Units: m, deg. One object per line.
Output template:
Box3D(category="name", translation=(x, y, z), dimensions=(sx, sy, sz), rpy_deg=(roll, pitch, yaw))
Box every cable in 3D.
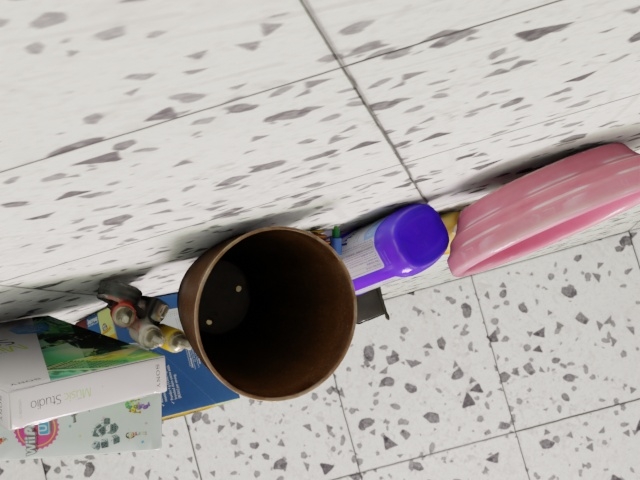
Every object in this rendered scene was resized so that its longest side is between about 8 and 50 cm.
Box3D(category="cable", translation=(-0.278, 0.108, 1.742), dimensions=(0.139, 0.072, 0.287), rpy_deg=(29, 166, -21))

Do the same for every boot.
Box3D(category="boot", translation=(0.011, 0.091, 2.064), dimensions=(0.197, 0.137, 0.077), rpy_deg=(-17, 173, 18))

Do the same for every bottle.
Box3D(category="bottle", translation=(0.065, 0.027, 1.818), dimensions=(0.118, 0.092, 0.283), rpy_deg=(-33, -175, -36))

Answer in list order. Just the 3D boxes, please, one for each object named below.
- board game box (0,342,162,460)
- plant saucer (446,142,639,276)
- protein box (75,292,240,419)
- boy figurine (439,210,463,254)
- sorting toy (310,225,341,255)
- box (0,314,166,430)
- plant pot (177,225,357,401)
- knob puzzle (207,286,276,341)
Box3D(category="board game box", translation=(-0.389, 0.230, 1.767), dimensions=(0.303, 0.098, 0.224), rpy_deg=(-2, -169, -12))
Box3D(category="plant saucer", translation=(0.323, -0.048, 1.727), dimensions=(0.332, 0.084, 0.332), rpy_deg=(-23, 172, -4))
Box3D(category="protein box", translation=(-0.273, 0.201, 2.066), dimensions=(0.201, 0.200, 0.136), rpy_deg=(-10, 171, -37))
Box3D(category="boy figurine", translation=(0.195, 0.004, 1.977), dimensions=(0.285, 0.092, 0.177), rpy_deg=(-6, 166, -39))
Box3D(category="sorting toy", translation=(0.000, 0.000, 1.749), dimensions=(0.061, 0.042, 0.102), rpy_deg=(0, -175, -2))
Box3D(category="box", translation=(-0.393, 0.170, 1.673), dimensions=(0.232, 0.059, 0.322), rpy_deg=(-10, -165, -41))
Box3D(category="plant pot", translation=(-0.100, 0.085, 1.603), dimensions=(0.215, 0.215, 0.230), rpy_deg=(-12, -172, -24))
Box3D(category="knob puzzle", translation=(-0.085, 0.084, 1.785), dimensions=(0.213, 0.030, 0.213), rpy_deg=(-26, -149, 17))
